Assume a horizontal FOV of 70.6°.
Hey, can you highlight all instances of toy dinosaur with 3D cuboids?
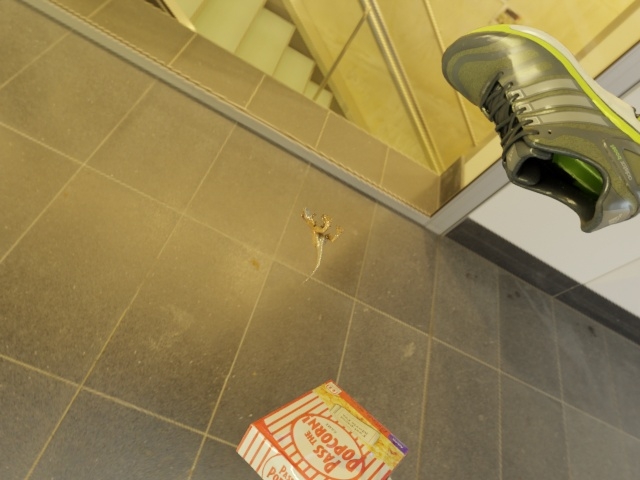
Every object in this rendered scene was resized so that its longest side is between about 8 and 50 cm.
[{"bbox_3d":[0.000,0.000,1.124,0.064,0.112,0.212,24,42,-37],"label":"toy dinosaur"}]

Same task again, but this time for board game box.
[{"bbox_3d":[0.012,0.263,0.567,0.146,0.045,0.193,35,16,24],"label":"board game box"}]

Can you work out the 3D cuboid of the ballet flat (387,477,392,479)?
[{"bbox_3d":[0.077,0.520,0.636,0.147,0.147,0.409,6,99,-27],"label":"ballet flat"}]

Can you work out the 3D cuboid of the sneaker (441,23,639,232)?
[{"bbox_3d":[0.236,-0.131,0.494,0.121,0.111,0.300,-30,61,-19],"label":"sneaker"}]
